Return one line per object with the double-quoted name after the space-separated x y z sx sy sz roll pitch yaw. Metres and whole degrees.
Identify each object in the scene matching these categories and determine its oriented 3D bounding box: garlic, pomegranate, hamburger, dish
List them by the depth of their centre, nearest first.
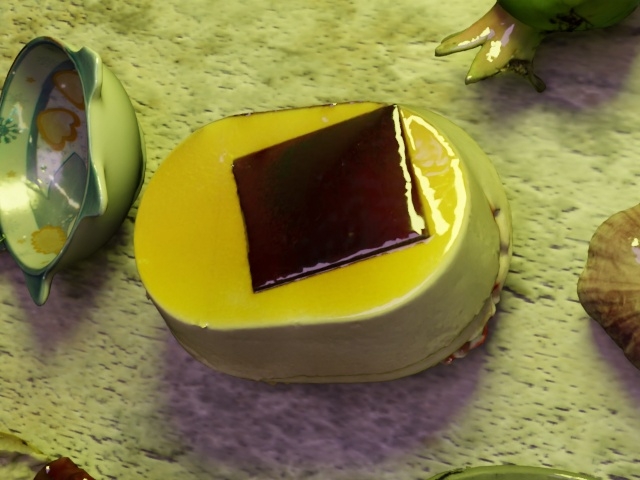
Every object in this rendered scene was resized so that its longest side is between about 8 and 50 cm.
0.272 0.031 0.840 0.159 0.102 0.147 20 84 19 "garlic"
0.176 -0.198 0.894 0.131 0.152 0.191 44 108 21 "pomegranate"
0.000 0.000 0.908 0.295 0.151 0.227 -4 72 21 "hamburger"
-0.207 -0.059 0.996 0.236 0.086 0.227 -18 75 52 "dish"

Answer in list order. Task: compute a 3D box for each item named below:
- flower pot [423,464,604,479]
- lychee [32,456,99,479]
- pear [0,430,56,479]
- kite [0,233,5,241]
0.155 0.262 0.788 0.236 0.235 0.140 11 104 19 "flower pot"
-0.157 0.317 0.815 0.306 0.306 0.330 -12 76 14 "lychee"
-0.345 0.261 0.955 0.178 0.267 0.266 13 82 51 "pear"
-0.324 -0.015 1.065 0.122 0.004 0.090 45 119 39 "kite"
